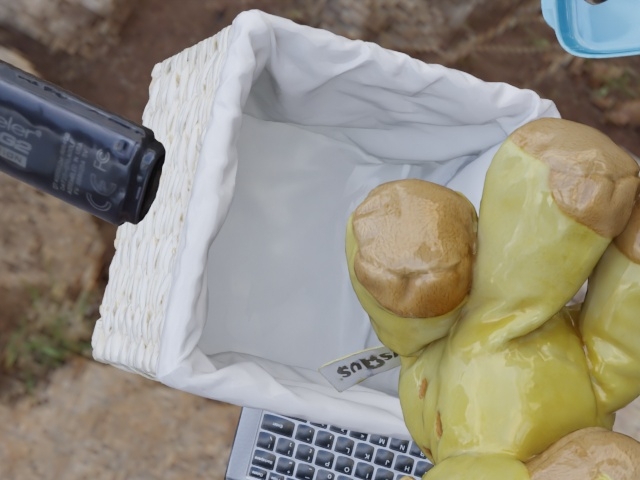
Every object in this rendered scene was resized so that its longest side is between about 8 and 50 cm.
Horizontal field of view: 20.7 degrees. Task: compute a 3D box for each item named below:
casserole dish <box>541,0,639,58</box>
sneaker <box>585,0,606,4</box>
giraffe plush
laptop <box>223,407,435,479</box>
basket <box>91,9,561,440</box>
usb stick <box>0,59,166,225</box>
[{"bbox_3d":[0.292,-0.218,1.555,0.188,0.037,0.114,-6,81,18],"label":"casserole dish"},{"bbox_3d":[0.317,-0.098,1.167,0.148,0.131,0.350,-46,72,14],"label":"sneaker"},{"bbox_3d":[0.080,0.082,0.706,0.210,0.181,0.170,-39,36,36],"label":"giraffe plush"},{"bbox_3d":[0.064,0.300,1.887,0.236,0.381,0.408,-49,-25,-75],"label":"laptop"},{"bbox_3d":[0.000,0.000,1.604,0.266,0.331,0.328,-3,74,67],"label":"basket"},{"bbox_3d":[-0.234,-0.093,1.180,0.045,0.278,0.077,-48,-20,-59],"label":"usb stick"}]
